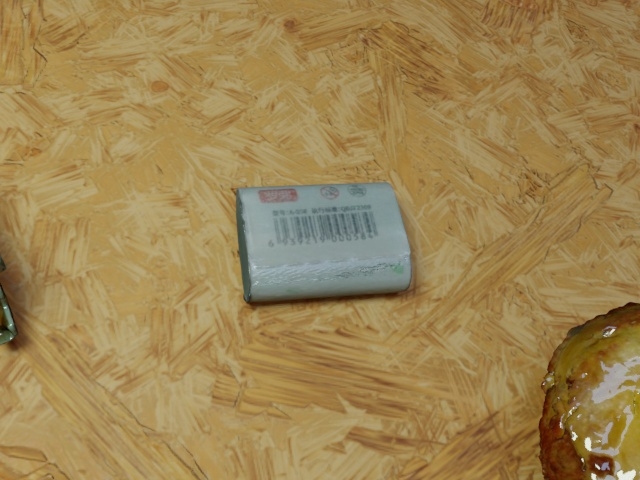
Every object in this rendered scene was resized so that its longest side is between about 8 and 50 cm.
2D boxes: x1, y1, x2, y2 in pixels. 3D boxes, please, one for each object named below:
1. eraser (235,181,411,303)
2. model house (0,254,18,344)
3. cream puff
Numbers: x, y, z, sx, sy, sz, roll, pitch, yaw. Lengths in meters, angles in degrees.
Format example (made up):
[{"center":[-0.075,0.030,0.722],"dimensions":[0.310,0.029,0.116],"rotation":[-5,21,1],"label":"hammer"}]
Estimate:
[{"center":[0.000,0.000,1.001],"dimensions":[0.227,0.081,0.174],"rotation":[-2,64,-15],"label":"eraser"},{"center":[-0.482,0.020,0.812],"dimensions":[0.224,0.198,0.215],"rotation":[-24,55,-23],"label":"model house"},{"center":[0.428,0.247,0.860],"dimensions":[0.350,0.229,0.350],"rotation":[-7,58,11],"label":"cream puff"}]
